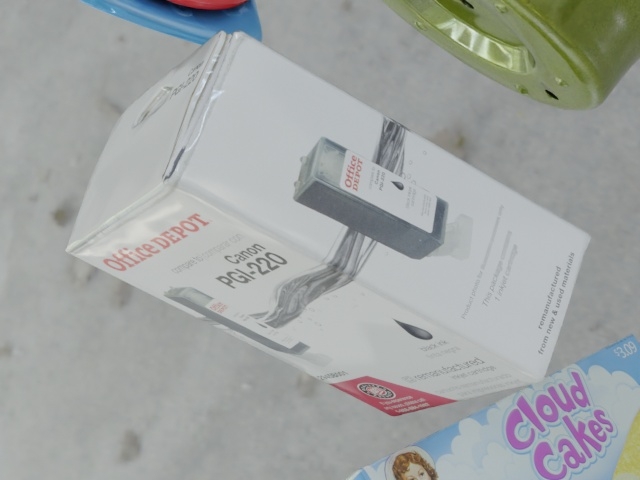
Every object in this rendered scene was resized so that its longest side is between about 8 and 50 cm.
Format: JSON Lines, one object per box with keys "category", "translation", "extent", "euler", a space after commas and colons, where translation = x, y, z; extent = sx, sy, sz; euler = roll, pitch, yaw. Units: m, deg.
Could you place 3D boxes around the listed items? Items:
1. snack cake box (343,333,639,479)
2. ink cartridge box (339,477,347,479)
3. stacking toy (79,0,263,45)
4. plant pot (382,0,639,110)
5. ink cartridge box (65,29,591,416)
{"category": "snack cake box", "translation": [0.131, 0.172, 0.921], "extent": [0.152, 0.264, 0.089], "euler": [57, 136, 15]}
{"category": "ink cartridge box", "translation": [0.035, 0.326, 1.352], "extent": [0.308, 0.385, 0.091], "euler": [21, 118, 49]}
{"category": "stacking toy", "translation": [-0.051, -0.279, 0.975], "extent": [0.302, 0.166, 0.175], "euler": [-48, 40, 36]}
{"category": "plant pot", "translation": [0.196, -0.295, 1.091], "extent": [0.366, 0.366, 0.353], "euler": [30, 83, 48]}
{"category": "ink cartridge box", "translation": [0.000, 0.000, 0.791], "extent": [0.158, 0.218, 0.092], "euler": [-26, 38, 60]}
